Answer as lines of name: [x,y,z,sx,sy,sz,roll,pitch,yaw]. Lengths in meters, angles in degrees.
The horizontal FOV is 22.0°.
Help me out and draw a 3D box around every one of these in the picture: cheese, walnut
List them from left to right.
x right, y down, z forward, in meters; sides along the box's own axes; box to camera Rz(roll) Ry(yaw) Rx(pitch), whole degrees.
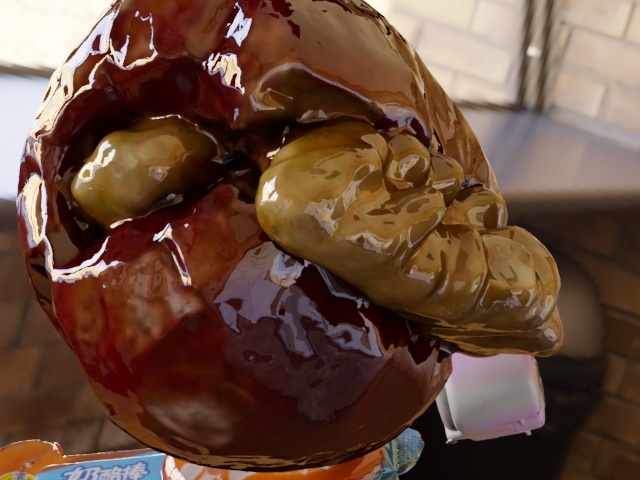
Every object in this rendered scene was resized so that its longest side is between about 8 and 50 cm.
cheese: [-0.071,0.125,0.895,0.256,0.037,0.106,-5,27,3]
walnut: [0.000,0.000,0.768,0.244,0.221,0.269,1,-13,30]

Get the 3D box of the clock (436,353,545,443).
clock: [0.125,0.045,1.396,0.090,0.247,0.227,-13,-11,6]
